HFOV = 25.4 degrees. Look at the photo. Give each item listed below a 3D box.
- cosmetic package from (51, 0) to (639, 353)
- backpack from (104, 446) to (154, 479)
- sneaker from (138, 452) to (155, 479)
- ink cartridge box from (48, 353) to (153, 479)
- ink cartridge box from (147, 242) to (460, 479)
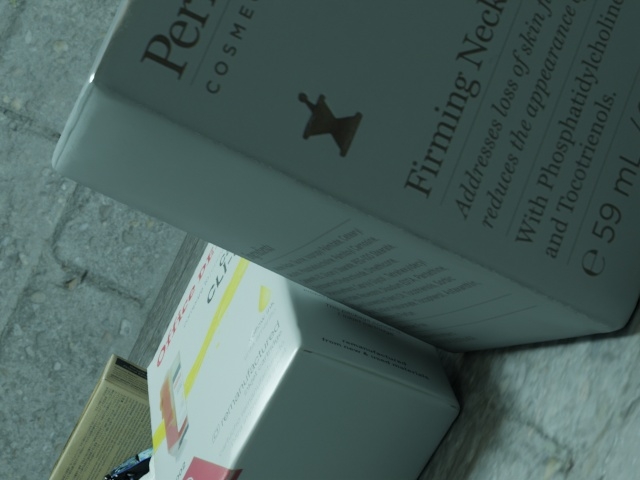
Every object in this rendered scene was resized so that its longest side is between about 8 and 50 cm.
[{"bbox_3d":[0.048,-0.140,1.084,0.329,0.394,0.327,-68,11,-12],"label":"cosmetic package"},{"bbox_3d":[-0.246,0.360,2.120,0.114,0.105,0.084,-30,10,1],"label":"backpack"},{"bbox_3d":[-0.180,0.315,1.930,0.315,0.127,0.182,-58,7,-3],"label":"sneaker"},{"bbox_3d":[-0.290,0.321,2.205,0.234,0.193,0.088,-60,10,22],"label":"ink cartridge box"},{"bbox_3d":[-0.038,0.138,1.361,0.279,0.160,0.384,-62,19,20],"label":"ink cartridge box"}]
